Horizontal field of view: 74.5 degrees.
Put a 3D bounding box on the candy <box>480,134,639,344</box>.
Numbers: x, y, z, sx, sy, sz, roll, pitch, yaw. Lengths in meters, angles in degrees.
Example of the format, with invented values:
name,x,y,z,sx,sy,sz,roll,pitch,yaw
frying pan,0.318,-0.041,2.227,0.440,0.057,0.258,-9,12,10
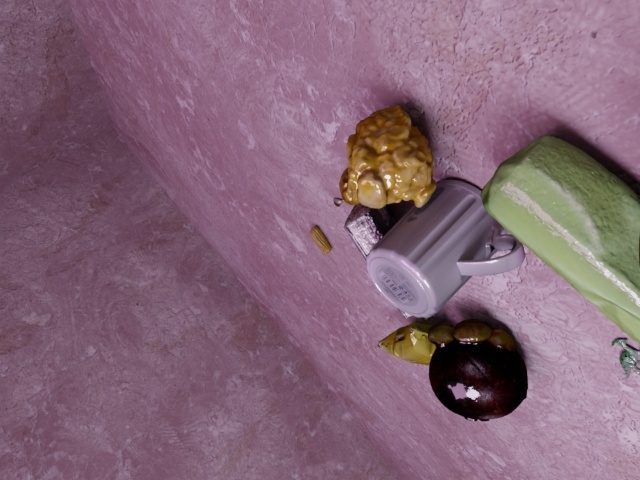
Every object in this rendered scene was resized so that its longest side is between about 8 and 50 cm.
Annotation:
name,x,y,z,sx,sy,sz,roll,pitch,yaw
candy,0.359,0.018,0.531,0.343,0.132,0.142,47,150,14

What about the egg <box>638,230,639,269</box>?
name,x,y,z,sx,sy,sz,roll,pitch,yaw
egg,0.391,0.008,0.314,0.250,0.250,0.323,0,120,61

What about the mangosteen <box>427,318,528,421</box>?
name,x,y,z,sx,sy,sz,roll,pitch,yaw
mangosteen,0.324,0.267,0.874,0.210,0.210,0.210,40,153,25

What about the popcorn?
name,x,y,z,sx,sy,sz,roll,pitch,yaw
popcorn,0.116,-0.136,0.698,0.163,0.194,0.140,11,136,21

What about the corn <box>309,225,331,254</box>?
name,x,y,z,sx,sy,sz,roll,pitch,yaw
corn,0.000,0.000,1.257,0.092,0.037,0.037,55,156,-11

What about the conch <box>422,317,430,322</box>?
name,x,y,z,sx,sy,sz,roll,pitch,yaw
conch,0.242,0.140,1.006,0.089,0.074,0.121,-17,93,30

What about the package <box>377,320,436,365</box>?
name,x,y,z,sx,sy,sz,roll,pitch,yaw
package,0.257,0.261,1.056,0.168,0.090,0.226,19,155,-10

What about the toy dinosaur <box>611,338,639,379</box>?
name,x,y,z,sx,sy,sz,roll,pitch,yaw
toy dinosaur,0.487,0.191,0.674,0.062,0.021,0.083,50,153,23

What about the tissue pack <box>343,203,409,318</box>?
name,x,y,z,sx,sy,sz,roll,pitch,yaw
tissue pack,0.146,0.024,0.882,0.073,0.173,0.236,-28,103,22

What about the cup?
name,x,y,z,sx,sy,sz,roll,pitch,yaw
cup,0.203,0.009,0.708,0.167,0.202,0.221,49,156,1
